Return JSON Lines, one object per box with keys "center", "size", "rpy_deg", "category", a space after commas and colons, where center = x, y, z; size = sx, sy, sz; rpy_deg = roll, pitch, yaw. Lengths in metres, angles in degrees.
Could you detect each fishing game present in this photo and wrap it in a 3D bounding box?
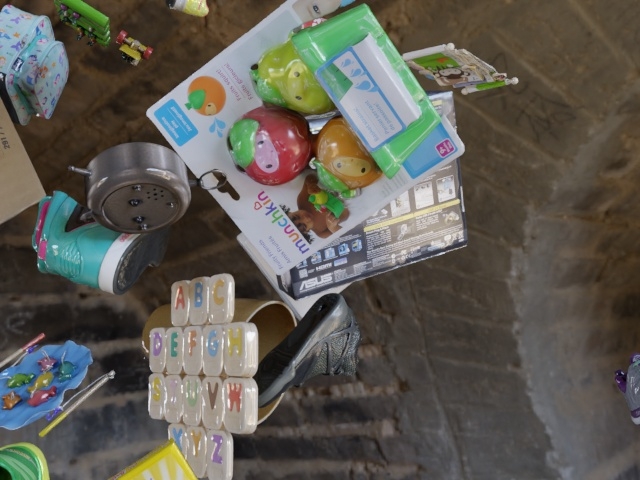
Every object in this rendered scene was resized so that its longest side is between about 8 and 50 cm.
{"center": [-0.455, 0.219, 1.054], "size": [0.264, 0.041, 0.189], "rpy_deg": [15, 45, 45], "category": "fishing game"}

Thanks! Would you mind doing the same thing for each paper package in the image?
{"center": [-0.768, -0.165, 1.370], "size": [0.168, 0.325, 0.309], "rpy_deg": [-15, 18, 18], "category": "paper package"}

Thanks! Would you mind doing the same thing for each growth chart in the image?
{"center": [0.298, -0.379, 1.483], "size": [0.237, 0.021, 0.172], "rpy_deg": [15, -11, -35], "category": "growth chart"}

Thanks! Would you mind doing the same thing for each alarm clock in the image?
{"center": [-0.213, -0.065, 0.856], "size": [0.191, 0.064, 0.129], "rpy_deg": [-12, -33, -14], "category": "alarm clock"}

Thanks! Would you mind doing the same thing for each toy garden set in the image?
{"center": [-0.451, -0.416, 1.373], "size": [0.203, 0.049, 0.244], "rpy_deg": [30, -3, -17], "category": "toy garden set"}

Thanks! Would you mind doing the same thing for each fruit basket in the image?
{"center": [-0.019, -0.155, 0.960], "size": [0.353, 0.327, 0.165], "rpy_deg": [-35, 17, 8], "category": "fruit basket"}

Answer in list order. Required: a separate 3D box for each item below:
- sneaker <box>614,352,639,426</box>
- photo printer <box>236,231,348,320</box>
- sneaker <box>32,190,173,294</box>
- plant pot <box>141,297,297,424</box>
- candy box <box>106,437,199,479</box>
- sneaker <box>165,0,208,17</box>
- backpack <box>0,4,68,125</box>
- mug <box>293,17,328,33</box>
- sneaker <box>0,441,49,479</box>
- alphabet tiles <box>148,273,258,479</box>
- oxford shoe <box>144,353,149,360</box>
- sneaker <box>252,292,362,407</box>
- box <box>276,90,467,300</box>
{"center": [0.501, 0.203, 0.990], "size": [0.083, 0.098, 0.224], "rpy_deg": [-19, -26, -15], "category": "sneaker"}
{"center": [0.000, 0.000, 1.554], "size": [0.307, 0.256, 0.107], "rpy_deg": [-37, 13, -9], "category": "photo printer"}
{"center": [-0.338, -0.010, 1.017], "size": [0.178, 0.124, 0.295], "rpy_deg": [18, 13, 0], "category": "sneaker"}
{"center": [-0.210, 0.205, 1.290], "size": [0.254, 0.237, 0.237], "rpy_deg": [12, -1, 29], "category": "plant pot"}
{"center": [-0.162, 0.342, 0.765], "size": [0.105, 0.206, 0.027], "rpy_deg": [-32, 9, -18], "category": "candy box"}
{"center": [-0.246, -0.552, 1.367], "size": [0.094, 0.209, 0.081], "rpy_deg": [20, -8, -35], "category": "sneaker"}
{"center": [-0.735, -0.438, 1.647], "size": [0.191, 0.254, 0.225], "rpy_deg": [11, -22, -7], "category": "backpack"}
{"center": [0.002, -0.437, 1.455], "size": [0.169, 0.150, 0.113], "rpy_deg": [5, -54, -29], "category": "mug"}
{"center": [-0.498, 0.485, 1.103], "size": [0.109, 0.296, 0.123], "rpy_deg": [-34, -21, 15], "category": "sneaker"}
{"center": [-0.175, 0.190, 0.940], "size": [0.021, 0.278, 0.284], "rpy_deg": [7, -12, -38], "category": "alphabet tiles"}
{"center": [-0.360, 0.259, 1.681], "size": [0.082, 0.096, 0.227], "rpy_deg": [-12, -18, 15], "category": "oxford shoe"}
{"center": [-0.014, 0.207, 1.096], "size": [0.227, 0.130, 0.087], "rpy_deg": [-46, 26, -21], "category": "sneaker"}
{"center": [0.085, -0.094, 1.272], "size": [0.394, 0.319, 0.097], "rpy_deg": [-17, 20, -21], "category": "box"}
